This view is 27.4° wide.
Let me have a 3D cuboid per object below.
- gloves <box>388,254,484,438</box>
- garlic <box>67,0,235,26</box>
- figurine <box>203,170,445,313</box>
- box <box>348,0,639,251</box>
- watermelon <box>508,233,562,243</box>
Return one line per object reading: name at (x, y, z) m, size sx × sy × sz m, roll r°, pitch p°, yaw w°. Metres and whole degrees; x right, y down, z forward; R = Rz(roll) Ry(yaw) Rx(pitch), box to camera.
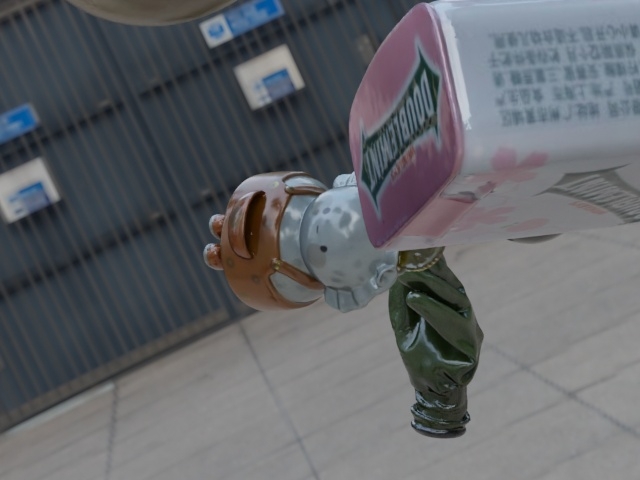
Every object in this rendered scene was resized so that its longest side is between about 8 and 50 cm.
gloves at (0.142, 0.115, 1.628) m, size 0.107 × 0.268 × 0.135 m, roll -25°, pitch 24°, yaw -35°
garlic at (-0.071, -0.268, 0.831) m, size 0.231 × 0.246 × 0.340 m, roll -3°, pitch 27°, yaw 35°
figurine at (0.003, 0.002, 1.266) m, size 0.271 × 0.143 × 0.143 m, roll 2°, pitch 18°, yaw 24°
box at (0.217, -0.080, 0.783) m, size 0.370 × 0.112 × 0.190 m, roll -7°, pitch -12°, yaw -16°
watermelon at (0.193, -0.052, 1.188) m, size 0.105 × 0.105 × 0.133 m, roll -21°, pitch 5°, yaw 29°
